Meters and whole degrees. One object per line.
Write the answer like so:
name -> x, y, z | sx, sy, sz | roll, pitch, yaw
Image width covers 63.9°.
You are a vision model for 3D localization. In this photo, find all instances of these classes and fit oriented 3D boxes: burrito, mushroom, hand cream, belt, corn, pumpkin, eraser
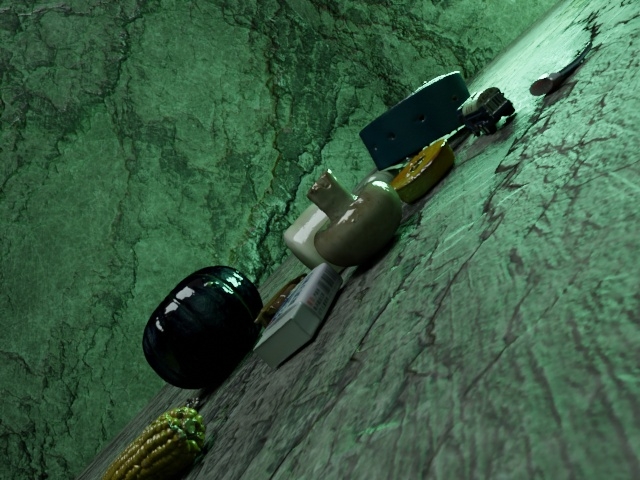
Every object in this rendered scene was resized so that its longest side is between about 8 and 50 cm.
burrito -> -0.367, 0.450, 1.298 | 0.188, 0.045, 0.058 | -41, 31, 20
mushroom -> 0.057, -0.054, 1.049 | 0.204, 0.204, 0.204 | -44, 4, 4
hand cream -> 0.210, -0.174, 1.594 | 0.147, 0.093, 0.306 | -38, -2, 21
belt -> 0.281, -0.343, 1.530 | 0.300, 0.173, 0.436 | -29, 0, -13
corn -> -0.311, 0.397, 0.912 | 0.313, 0.102, 0.102 | -42, 5, 27
pumpkin -> -0.328, 0.243, 1.449 | 0.363, 0.266, 0.363 | -49, 4, 5
eraser -> -0.037, 0.139, 0.987 | 0.124, 0.068, 0.210 | -42, 6, 30

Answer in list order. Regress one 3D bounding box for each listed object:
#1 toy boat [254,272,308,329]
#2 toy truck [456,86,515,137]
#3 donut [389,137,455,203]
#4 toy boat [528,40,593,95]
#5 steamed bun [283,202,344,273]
toy boat -> -0.083, 0.156, 1.299 | 0.088, 0.068, 0.226 | -34, 8, 43
toy truck -> 0.356, -0.283, 1.125 | 0.074, 0.088, 0.202 | -46, 4, 7
donut -> 0.243, -0.158, 1.199 | 0.178, 0.065, 0.162 | -43, 9, 5
toy boat -> 0.459, -0.320, 0.966 | 0.122, 0.034, 0.096 | -37, 3, -6
steamed bun -> 0.000, 0.000, 1.305 | 0.146, 0.164, 0.241 | -46, 6, -6
